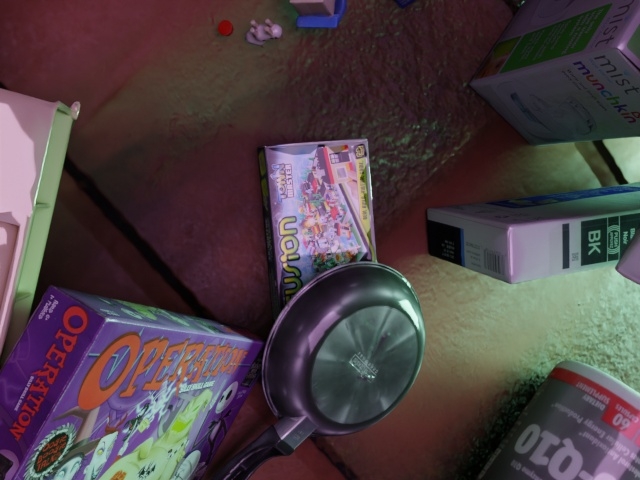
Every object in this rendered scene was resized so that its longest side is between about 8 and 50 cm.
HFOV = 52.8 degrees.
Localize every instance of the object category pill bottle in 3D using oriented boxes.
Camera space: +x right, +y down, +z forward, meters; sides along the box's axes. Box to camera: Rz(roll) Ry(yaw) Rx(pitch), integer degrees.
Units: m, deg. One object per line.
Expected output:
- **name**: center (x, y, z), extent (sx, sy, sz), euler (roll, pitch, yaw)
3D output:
- **pill bottle**: center (0.264, 0.293, 0.728), extent (0.161, 0.161, 0.283), euler (41, 81, -17)

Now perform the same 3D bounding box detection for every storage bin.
- **storage bin**: center (-0.274, 0.015, 0.480), extent (0.123, 0.260, 0.262), euler (13, 90, -23)

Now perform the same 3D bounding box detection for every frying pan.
- **frying pan**: center (-0.019, 0.146, 0.638), extent (0.326, 0.053, 0.197), euler (-28, 118, -22)

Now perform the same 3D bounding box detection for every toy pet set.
- **toy pet set**: center (-0.035, -0.256, 0.652), extent (0.114, 0.065, 0.122), euler (6, 90, 16)

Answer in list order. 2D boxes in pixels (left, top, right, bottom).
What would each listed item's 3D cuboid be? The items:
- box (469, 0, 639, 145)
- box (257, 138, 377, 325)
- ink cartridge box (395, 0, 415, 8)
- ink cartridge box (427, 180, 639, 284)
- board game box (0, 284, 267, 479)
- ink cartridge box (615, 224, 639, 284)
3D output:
- **box**: center (0.324, -0.239, 0.669), extent (0.127, 0.231, 0.261), euler (36, 84, -18)
- **box**: center (0.000, 0.000, 0.683), extent (0.114, 0.036, 0.206), euler (-7, 97, -17)
- **ink cartridge box**: center (0.156, -0.342, 0.675), extent (0.046, 0.097, 0.207), euler (43, 81, -17)
- **ink cartridge box**: center (0.303, -0.019, 0.714), extent (0.333, 0.165, 0.065), euler (-9, 100, -16)
- **board game box**: center (-0.146, 0.155, 0.503), extent (0.056, 0.347, 0.208), euler (23, 85, 15)
- **ink cartridge box**: center (0.403, -0.115, 0.508), extent (0.130, 0.309, 0.272), euler (33, 51, 20)
